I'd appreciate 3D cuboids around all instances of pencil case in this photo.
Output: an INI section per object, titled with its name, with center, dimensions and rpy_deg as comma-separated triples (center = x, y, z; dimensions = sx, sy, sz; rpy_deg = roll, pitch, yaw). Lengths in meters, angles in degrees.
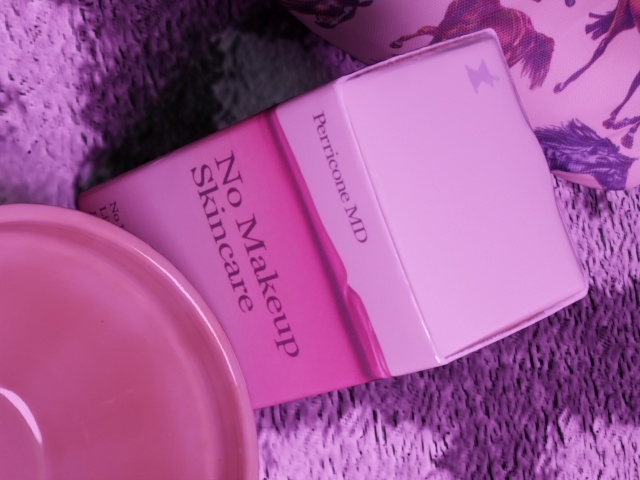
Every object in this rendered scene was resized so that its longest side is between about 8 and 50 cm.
[pencil case]
center = 0.088, -0.184, 1.057
dimensions = 0.410, 0.160, 0.183
rpy_deg = 29, 75, -30

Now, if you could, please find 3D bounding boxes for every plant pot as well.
[plant pot]
center = -0.155, 0.107, 0.803
dimensions = 0.237, 0.110, 0.237
rpy_deg = 12, 71, -38

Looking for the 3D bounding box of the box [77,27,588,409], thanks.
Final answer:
[box]
center = 0.000, 0.000, 0.880
dimensions = 0.127, 0.232, 0.148
rpy_deg = -22, 92, -42
